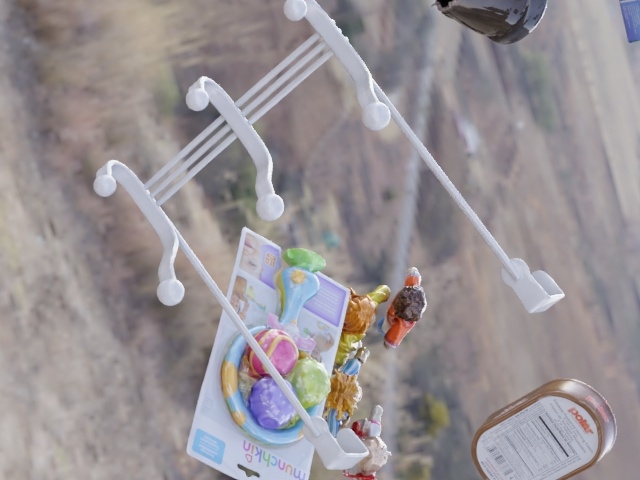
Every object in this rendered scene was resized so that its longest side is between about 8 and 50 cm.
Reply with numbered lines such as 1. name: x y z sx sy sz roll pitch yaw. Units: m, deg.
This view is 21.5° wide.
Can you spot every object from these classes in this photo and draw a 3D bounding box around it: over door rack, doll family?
1. over door rack: 0.000 0.000 1.327 0.324 0.239 0.108 50 18 0
2. doll family: 0.034 0.144 1.820 0.163 0.118 0.263 107 -3 -79

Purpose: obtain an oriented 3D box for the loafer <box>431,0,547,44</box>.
1. loafer: 0.097 -0.242 1.149 0.078 0.080 0.220 3 65 -37

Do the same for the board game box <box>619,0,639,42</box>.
1. board game box: 0.299 -0.273 1.403 0.035 0.136 0.201 -25 105 -42

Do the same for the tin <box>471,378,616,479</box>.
1. tin: 0.253 0.230 1.925 0.106 0.190 0.040 52 39 -1

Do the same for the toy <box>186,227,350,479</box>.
1. toy: -0.032 0.110 1.536 0.137 0.056 0.237 32 51 -29
